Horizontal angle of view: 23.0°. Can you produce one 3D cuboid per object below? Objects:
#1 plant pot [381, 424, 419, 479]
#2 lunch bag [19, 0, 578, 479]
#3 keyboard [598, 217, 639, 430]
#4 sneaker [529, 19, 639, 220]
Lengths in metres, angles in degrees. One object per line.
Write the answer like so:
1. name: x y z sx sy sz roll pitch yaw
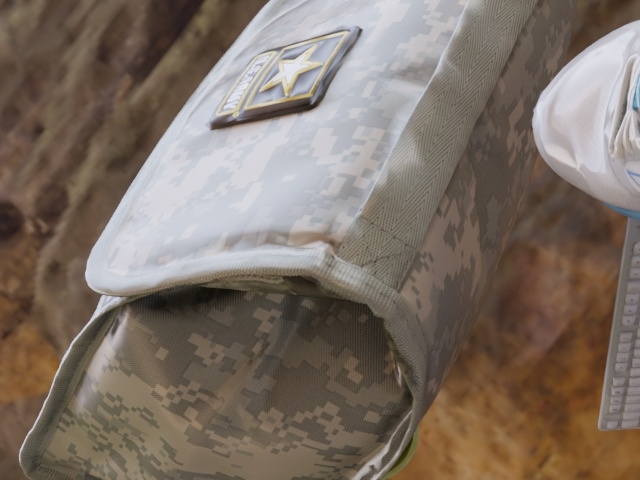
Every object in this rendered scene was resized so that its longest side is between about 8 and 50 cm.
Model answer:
1. plant pot: 0.033 0.111 1.076 0.083 0.083 0.079 -66 -6 21
2. lunch bag: 0.000 0.000 0.725 0.235 0.169 0.287 -60 2 -38
3. keyboard: 0.172 0.035 0.731 0.256 0.072 0.014 79 -166 -60
4. sneaker: 0.112 -0.040 0.452 0.083 0.190 0.071 9 -91 -29
